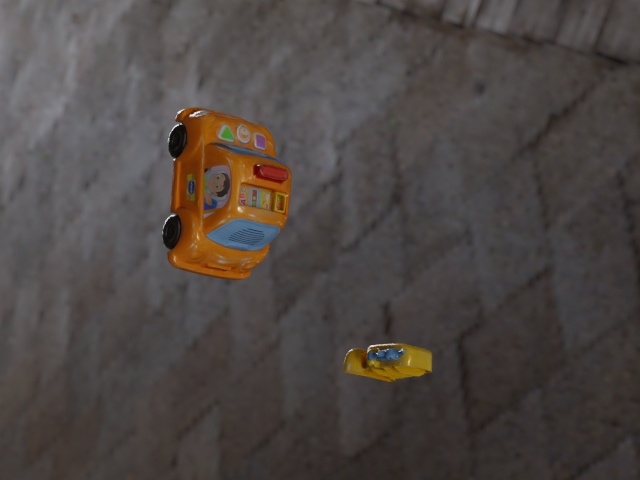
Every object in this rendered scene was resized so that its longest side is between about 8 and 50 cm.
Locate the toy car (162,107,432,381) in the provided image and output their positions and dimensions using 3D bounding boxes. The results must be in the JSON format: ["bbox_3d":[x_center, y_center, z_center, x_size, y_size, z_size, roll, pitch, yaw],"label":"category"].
[{"bbox_3d":[0.000,0.000,0.634,0.040,0.122,0.060,-12,53,50],"label":"toy car"}]
